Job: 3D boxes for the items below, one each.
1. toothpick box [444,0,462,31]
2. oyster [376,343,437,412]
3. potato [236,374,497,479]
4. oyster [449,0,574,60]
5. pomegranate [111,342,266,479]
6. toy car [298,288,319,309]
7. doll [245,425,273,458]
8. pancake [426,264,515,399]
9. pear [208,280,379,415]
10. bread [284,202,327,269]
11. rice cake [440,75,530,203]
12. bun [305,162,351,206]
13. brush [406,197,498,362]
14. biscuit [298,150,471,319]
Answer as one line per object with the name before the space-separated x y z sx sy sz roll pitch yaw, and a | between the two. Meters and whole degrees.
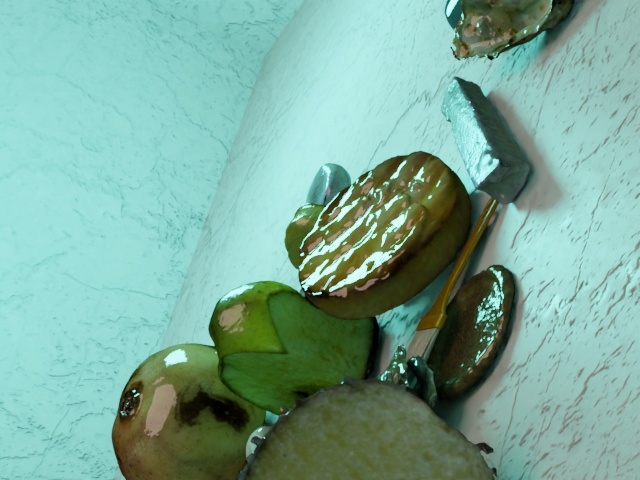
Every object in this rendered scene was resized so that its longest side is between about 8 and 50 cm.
toothpick box | 0.283 -0.412 1.738 0.184 0.120 0.120 -47 22 56
oyster | 0.066 0.254 1.382 0.198 0.112 0.267 -94 26 -56
potato | 0.042 0.339 1.124 0.289 0.301 0.237 -46 -25 -33
oyster | 0.294 -0.376 1.605 0.294 0.094 0.166 -30 82 55
pomegranate | -0.248 0.350 2.025 0.322 0.322 0.322 -57 16 27
toy car | 0.012 0.088 1.914 0.209 0.089 0.108 -58 10 35
doll | -0.056 0.351 1.665 0.181 0.110 0.107 -169 84 -78
pancake | 0.191 0.116 1.370 0.199 0.021 0.199 -56 15 24
pear | -0.064 0.174 1.713 0.238 0.255 0.164 127 161 -53
bread | -0.007 -0.008 2.049 0.156 0.125 0.086 -52 -2 42
rice cake | 0.237 -0.156 1.581 0.399 0.064 0.070 -96 28 -64
bun | 0.026 -0.086 2.173 0.141 0.083 0.140 -164 90 -73
brush | 0.186 0.050 1.466 0.272 0.013 0.103 -61 6 -11
biscuit | 0.099 -0.002 1.611 0.296 0.102 0.296 -30 32 22
